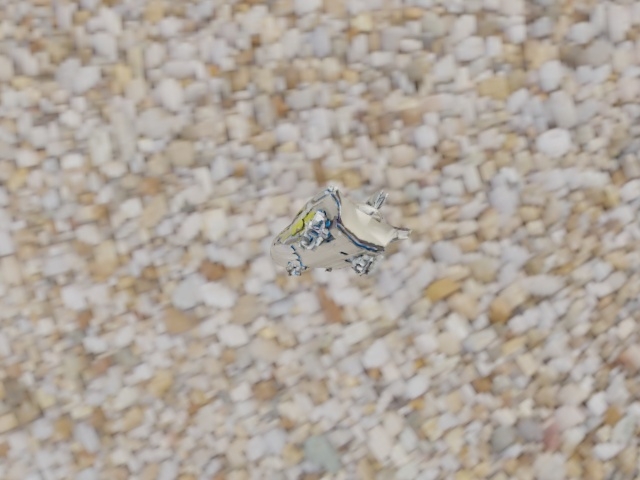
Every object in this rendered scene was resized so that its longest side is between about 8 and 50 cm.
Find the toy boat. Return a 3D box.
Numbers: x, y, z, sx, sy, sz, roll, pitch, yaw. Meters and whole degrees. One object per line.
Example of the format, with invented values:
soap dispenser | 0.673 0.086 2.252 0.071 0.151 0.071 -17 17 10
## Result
toy boat | 0.000 0.000 1.780 0.084 0.210 0.066 27 71 -19
